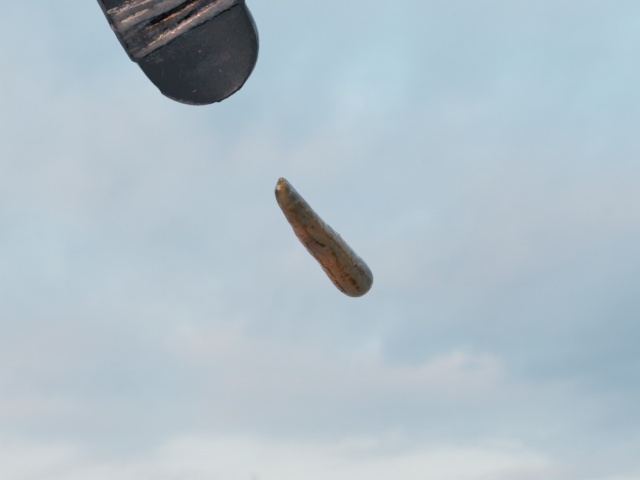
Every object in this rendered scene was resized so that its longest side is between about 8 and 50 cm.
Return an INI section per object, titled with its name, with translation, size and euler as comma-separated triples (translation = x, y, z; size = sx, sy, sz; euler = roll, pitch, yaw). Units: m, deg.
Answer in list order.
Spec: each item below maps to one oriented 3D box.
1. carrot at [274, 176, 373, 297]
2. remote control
[carrot]
translation = 0.000, 0.000, 1.253
size = 0.047, 0.047, 0.191
euler = -12, -41, 32
[remote control]
translation = -0.115, -0.205, 0.672
size = 0.090, 0.266, 0.066
euler = -22, 17, 17
